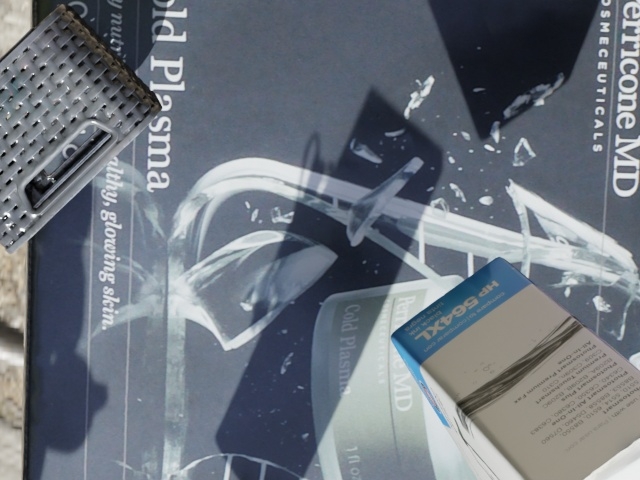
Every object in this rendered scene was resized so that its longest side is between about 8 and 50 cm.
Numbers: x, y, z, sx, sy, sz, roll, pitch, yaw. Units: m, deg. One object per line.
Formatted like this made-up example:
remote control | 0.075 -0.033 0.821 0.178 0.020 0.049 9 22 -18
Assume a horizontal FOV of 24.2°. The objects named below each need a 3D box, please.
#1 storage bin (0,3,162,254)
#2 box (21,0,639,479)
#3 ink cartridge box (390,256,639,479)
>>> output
storage bin | -0.170 -0.073 0.906 0.122 0.180 0.084 -44 101 0
box | 0.000 0.000 1.206 0.472 0.297 0.479 1 96 -11
ink cartridge box | 0.136 0.119 0.795 0.086 0.203 0.148 -34 117 -4
